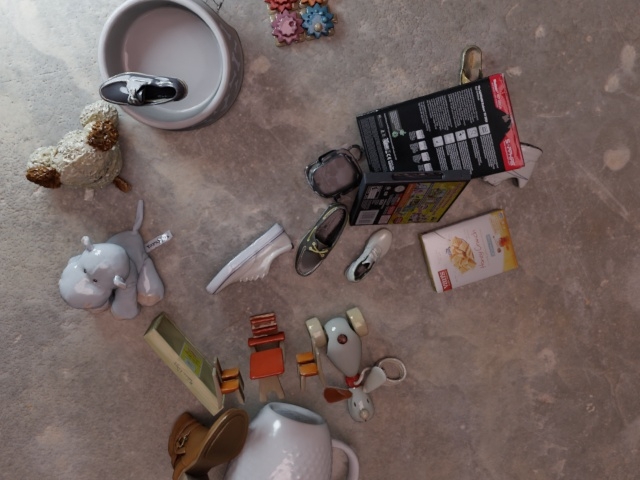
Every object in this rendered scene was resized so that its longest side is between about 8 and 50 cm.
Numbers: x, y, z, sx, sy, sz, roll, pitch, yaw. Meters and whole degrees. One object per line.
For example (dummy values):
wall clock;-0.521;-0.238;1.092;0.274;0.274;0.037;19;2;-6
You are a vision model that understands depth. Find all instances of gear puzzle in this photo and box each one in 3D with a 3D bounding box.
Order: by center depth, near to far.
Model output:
gear puzzle;-0.067;-0.672;1.421;0.176;0.044;0.338;-13;99;-4

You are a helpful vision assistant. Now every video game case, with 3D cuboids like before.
video game case;0.211;-0.103;1.423;0.248;0.275;0.035;-2;71;-6

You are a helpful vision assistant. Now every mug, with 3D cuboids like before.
mug;-0.065;0.620;1.499;0.374;0.276;0.327;17;87;-26

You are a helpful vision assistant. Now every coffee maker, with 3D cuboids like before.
coffee maker;0.045;-0.184;1.433;0.120;0.178;0.171;35;93;-10

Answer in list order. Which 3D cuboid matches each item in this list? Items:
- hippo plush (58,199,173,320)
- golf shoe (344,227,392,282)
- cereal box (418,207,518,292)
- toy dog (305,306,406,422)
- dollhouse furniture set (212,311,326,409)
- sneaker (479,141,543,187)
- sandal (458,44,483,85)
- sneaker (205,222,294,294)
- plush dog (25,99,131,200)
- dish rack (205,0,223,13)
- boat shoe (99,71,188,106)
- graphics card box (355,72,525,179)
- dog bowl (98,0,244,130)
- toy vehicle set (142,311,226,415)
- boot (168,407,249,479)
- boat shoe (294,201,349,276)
hippo plush;-0.491;0.088;1.381;0.294;0.236;0.234;-40;100;0
golf shoe;0.139;0.045;1.522;0.069;0.086;0.176;36;91;-8
cereal box;0.406;0.028;1.567;0.240;0.047;0.172;-19;99;-3
toy dog;0.086;0.337;1.517;0.220;0.161;0.333;-38;100;0
dollhouse furniture set;-0.137;0.289;1.436;0.262;0.259;0.135;-10;102;-5
sneaker;0.441;-0.214;1.512;0.297;0.111;0.129;10;102;-7
sandal;0.405;-0.427;1.504;0.072;0.049;0.180;-3;98;-6
sneaker;-0.181;0.067;1.485;0.258;0.094;0.091;-40;95;-1
plush dog;-0.555;-0.187;1.342;0.262;0.225;0.210;-40;100;0
dish rack;-0.300;-0.661;1.387;0.208;0.074;0.271;26;93;-10
boat shoe;-0.411;-0.342;1.297;0.206;0.065;0.075;-1;113;2
graphics card box;0.295;-0.252;1.421;0.371;0.094;0.232;-13;100;22
dog bowl;-0.361;-0.425;1.356;0.349;0.102;0.348;0;111;1
toy vehicle set;-0.342;0.312;1.464;0.035;0.166;0.267;-39;100;-1
boot;-0.301;0.511;1.476;0.109;0.220;0.283;19;99;-32
boat shoe;0.000;0.000;1.508;0.081;0.068;0.227;30;93;-9
